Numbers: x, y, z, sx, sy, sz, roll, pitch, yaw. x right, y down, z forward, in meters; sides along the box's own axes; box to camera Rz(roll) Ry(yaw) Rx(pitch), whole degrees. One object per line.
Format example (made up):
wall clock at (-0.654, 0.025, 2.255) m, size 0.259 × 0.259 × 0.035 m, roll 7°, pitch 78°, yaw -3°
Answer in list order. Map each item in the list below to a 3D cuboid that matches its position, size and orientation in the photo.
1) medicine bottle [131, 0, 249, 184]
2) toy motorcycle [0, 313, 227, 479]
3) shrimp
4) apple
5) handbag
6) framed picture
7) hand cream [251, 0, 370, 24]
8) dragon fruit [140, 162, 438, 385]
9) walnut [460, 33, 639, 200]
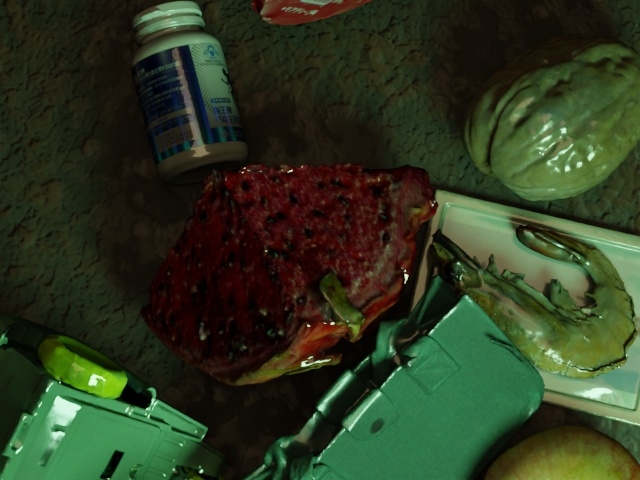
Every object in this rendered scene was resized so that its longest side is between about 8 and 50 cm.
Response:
medicine bottle at (-0.152, -0.167, 1.966) m, size 0.107 × 0.107 × 0.191 m, roll -14°, pitch 82°, yaw -2°
toy motorcycle at (-0.246, 0.207, 1.845) m, size 0.200 × 0.326 × 0.191 m, roll 30°, pitch 92°, yaw 40°
shrimp at (0.243, 0.050, 1.933) m, size 0.253 × 0.058 × 0.173 m, roll 40°, pitch 64°, yaw 6°
apple at (0.265, 0.302, 1.869) m, size 0.209 × 0.164 × 0.209 m, roll -1°, pitch 82°, yaw 9°
handbag at (0.076, 0.213, 1.836) m, size 0.326 × 0.238 × 0.089 m, roll -46°, pitch 48°, yaw -1°
framed picture at (0.248, 0.074, 1.976) m, size 0.289 × 0.016 × 0.213 m, roll 14°, pitch 81°, yaw 2°
hand cream at (0.008, -0.351, 1.939) m, size 0.230 × 0.230 × 0.149 m, roll -20°, pitch 83°, yaw -3°
dragon fruit at (0.000, 0.000, 1.842) m, size 0.330 × 0.302 × 0.240 m, roll -30°, pitch 125°, yaw -26°
walnut at (0.272, -0.141, 1.939) m, size 0.230 × 0.178 × 0.178 m, roll -38°, pitch 83°, yaw -16°
